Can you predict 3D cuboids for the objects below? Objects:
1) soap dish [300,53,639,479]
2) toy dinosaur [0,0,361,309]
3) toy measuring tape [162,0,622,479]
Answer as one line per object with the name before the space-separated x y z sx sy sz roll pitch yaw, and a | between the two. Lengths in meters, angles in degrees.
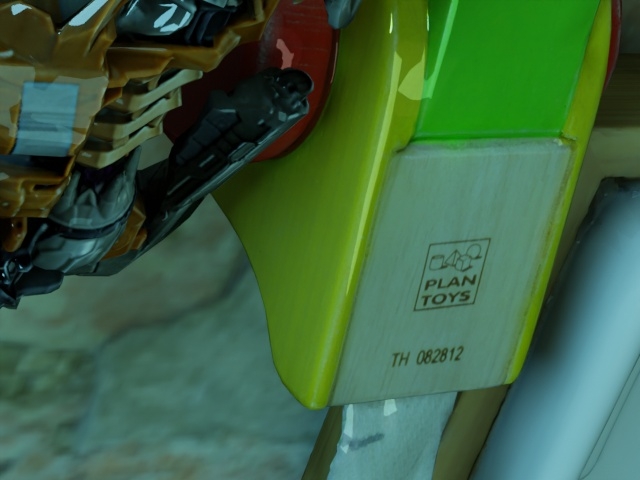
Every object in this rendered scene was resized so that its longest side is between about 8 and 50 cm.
soap dish | 0.141 0.042 0.644 0.290 0.118 0.229 -3 128 -33
toy dinosaur | -0.126 -0.008 0.375 0.218 0.164 0.322 17 116 -44
toy measuring tape | 0.000 0.000 0.498 0.121 0.121 0.330 -5 121 -32
